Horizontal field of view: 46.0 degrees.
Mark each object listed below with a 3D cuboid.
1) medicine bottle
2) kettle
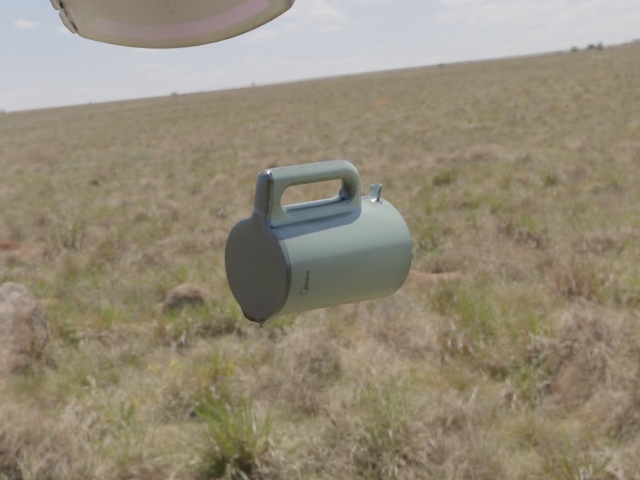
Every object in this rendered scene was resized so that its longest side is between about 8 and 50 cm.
[{"bbox_3d":[-0.066,-0.199,0.392,0.115,0.078,0.219,-5,56,11],"label":"medicine bottle"},{"bbox_3d":[0.002,0.005,0.663,0.148,0.098,0.127,-8,-35,-41],"label":"kettle"}]
